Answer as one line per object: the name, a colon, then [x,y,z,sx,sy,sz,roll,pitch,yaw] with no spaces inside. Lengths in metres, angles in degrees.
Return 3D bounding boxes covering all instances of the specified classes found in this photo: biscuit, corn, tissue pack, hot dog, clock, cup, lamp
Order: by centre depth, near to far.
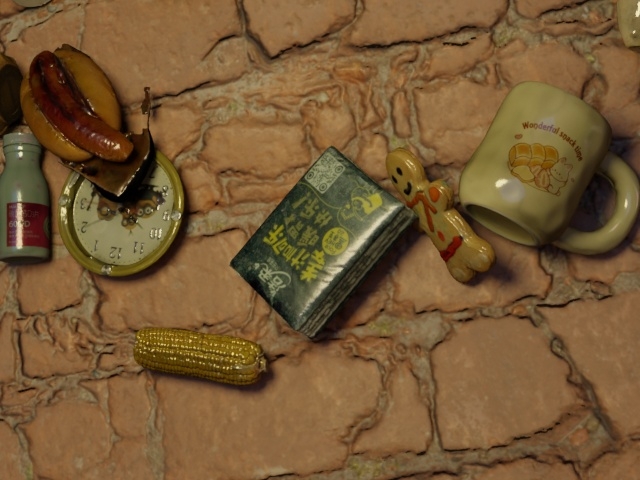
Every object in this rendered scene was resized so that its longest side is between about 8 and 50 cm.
cup: [0.342,-0.089,1.610,0.173,0.255,0.202,19,76,56]
biscuit: [0.172,-0.040,1.635,0.030,0.153,0.234,-31,83,-24]
tissue pack: [0.000,0.000,1.678,0.257,0.081,0.185,-50,55,4]
corn: [-0.194,0.184,1.722,0.238,0.080,0.080,9,83,18]
hot dog: [-0.402,-0.225,1.785,0.326,0.107,0.194,35,86,28]
clock: [-0.330,-0.051,1.805,0.237,0.057,0.237,-3,80,16]
lamp: [-0.619,-0.262,1.860,0.185,0.161,0.161,3,82,13]

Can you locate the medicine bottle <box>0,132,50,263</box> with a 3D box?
medicine bottle: [-0.510,-0.072,1.833,0.090,0.090,0.216,-5,79,13]

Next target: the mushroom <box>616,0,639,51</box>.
mushroom: [0.547,-0.453,1.636,0.123,0.095,0.351,27,90,-1]

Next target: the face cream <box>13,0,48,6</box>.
face cream: [-0.597,-0.590,1.911,0.145,0.145,0.369,-43,73,4]
